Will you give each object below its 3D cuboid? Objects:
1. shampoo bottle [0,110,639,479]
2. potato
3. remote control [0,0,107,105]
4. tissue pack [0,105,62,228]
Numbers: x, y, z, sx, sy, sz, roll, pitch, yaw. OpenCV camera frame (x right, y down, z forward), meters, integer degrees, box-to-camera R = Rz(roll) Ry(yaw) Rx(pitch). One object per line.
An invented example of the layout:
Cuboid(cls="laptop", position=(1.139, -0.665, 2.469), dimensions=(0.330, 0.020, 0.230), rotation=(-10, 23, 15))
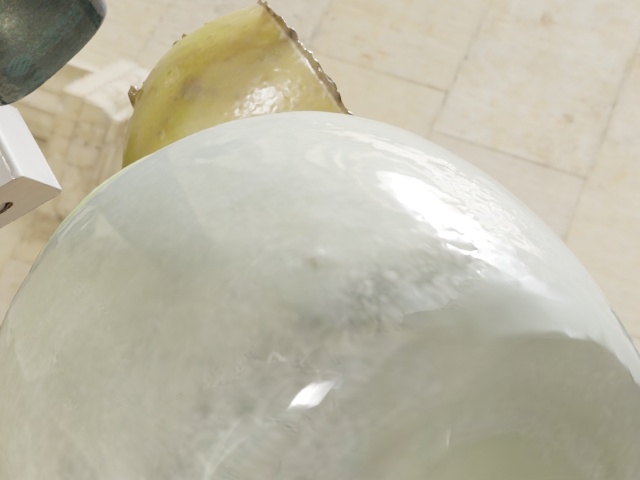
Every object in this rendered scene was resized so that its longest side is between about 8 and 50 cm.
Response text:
Cuboid(cls="shampoo bottle", position=(-0.004, 0.100, 0.624), dimensions=(0.317, 0.323, 0.322), rotation=(37, 115, 59))
Cuboid(cls="potato", position=(-0.089, -0.063, 1.565), dimensions=(0.319, 0.385, 0.442), rotation=(-34, -54, -3))
Cuboid(cls="remote control", position=(-0.219, -0.195, 0.658), dimensions=(0.107, 0.044, 0.377), rotation=(-48, -21, -9))
Cuboid(cls="tissue pack", position=(-0.499, -0.072, 1.625), dimensions=(0.246, 0.136, 0.159), rotation=(-29, -8, 6))
